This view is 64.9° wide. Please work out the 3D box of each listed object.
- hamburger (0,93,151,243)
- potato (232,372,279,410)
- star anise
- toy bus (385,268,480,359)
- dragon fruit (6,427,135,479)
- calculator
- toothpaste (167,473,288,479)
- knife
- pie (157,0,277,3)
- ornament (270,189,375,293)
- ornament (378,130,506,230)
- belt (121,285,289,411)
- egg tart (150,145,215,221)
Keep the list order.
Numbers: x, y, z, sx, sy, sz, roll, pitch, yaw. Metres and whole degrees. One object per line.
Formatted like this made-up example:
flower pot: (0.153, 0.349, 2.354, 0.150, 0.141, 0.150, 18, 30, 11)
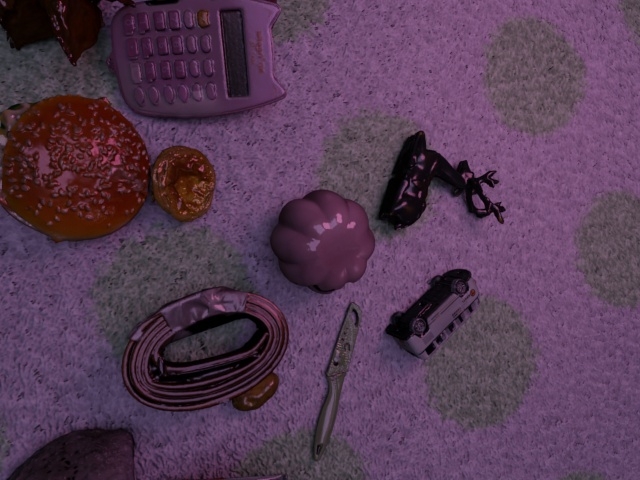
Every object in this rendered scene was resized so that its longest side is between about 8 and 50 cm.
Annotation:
hamburger: (-0.374, -0.107, 0.765, 0.237, 0.147, 0.236, 0, 89, -19)
potato: (-0.111, 0.265, 0.871, 0.092, 0.045, 0.046, -30, 94, -13)
star anise: (-0.425, -0.425, 0.762, 0.237, 0.148, 0.346, -25, 100, 10)
toy bus: (0.223, 0.139, 0.959, 0.194, 0.087, 0.089, -41, 105, -15)
dragon fruit: (-0.360, 0.435, 0.701, 0.204, 0.221, 0.282, -2, 90, -22)
calculator: (-0.208, -0.306, 0.844, 0.294, 0.043, 0.194, -4, 106, -2)
toothpaste: (-0.157, 0.425, 0.855, 0.205, 0.036, 0.056, 10, 84, -20)
knife: (0.027, 0.256, 0.926, 0.043, 0.020, 0.293, 19, 81, -13)
pie: (-0.184, -0.426, 0.888, 0.219, 0.054, 0.204, 16, 82, -15)
ornament: (0.001, 0.000, 0.871, 0.178, 0.177, 0.177, 1, 86, -16)
ornament: (0.251, -0.078, 0.980, 0.236, 0.080, 0.202, 24, 77, -14)
belt: (-0.185, 0.172, 0.825, 0.262, 0.105, 0.184, -10, 88, -16)
egg tart: (-0.234, -0.094, 0.838, 0.130, 0.052, 0.130, -9, 102, -51)
